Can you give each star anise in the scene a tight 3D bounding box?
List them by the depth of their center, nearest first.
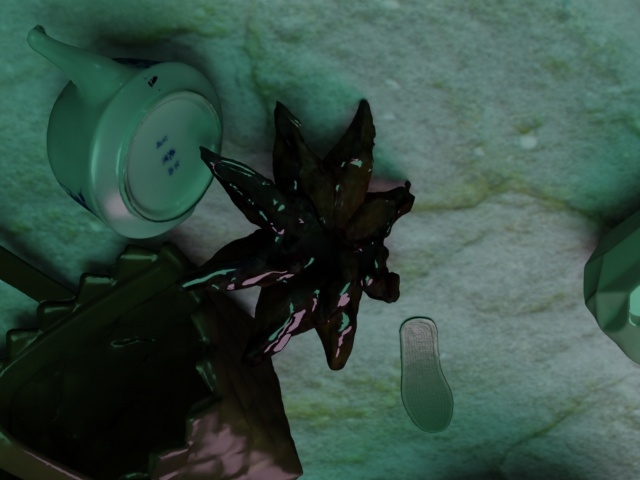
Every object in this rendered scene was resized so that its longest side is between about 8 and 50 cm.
[{"bbox_3d":[0.000,0.000,1.547,0.272,0.102,0.272,-8,104,-36],"label":"star anise"}]

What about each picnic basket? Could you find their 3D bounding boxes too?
[{"bbox_3d":[-0.209,0.143,1.595,0.291,0.254,0.321,-35,135,19],"label":"picnic basket"}]

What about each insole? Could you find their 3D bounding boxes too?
[{"bbox_3d":[0.107,0.139,1.772,0.053,0.002,0.152,-6,124,1],"label":"insole"}]

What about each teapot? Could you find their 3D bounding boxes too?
[{"bbox_3d":[-0.177,-0.090,1.531,0.159,0.159,0.232,-15,134,7],"label":"teapot"}]

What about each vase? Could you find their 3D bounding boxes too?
[{"bbox_3d":[0.406,-0.034,1.590,0.165,0.165,0.360,34,112,-23],"label":"vase"}]
